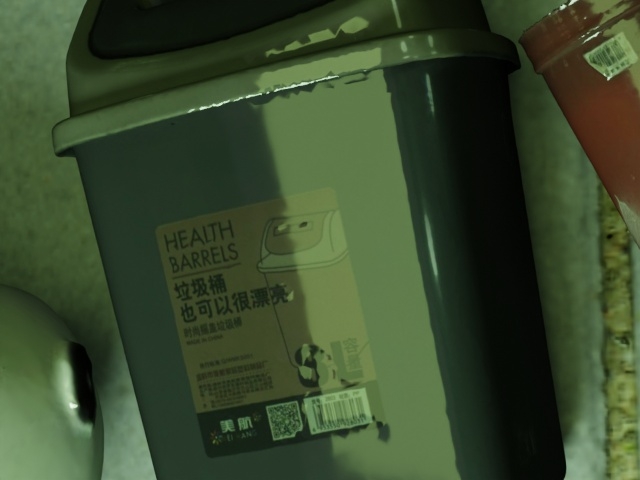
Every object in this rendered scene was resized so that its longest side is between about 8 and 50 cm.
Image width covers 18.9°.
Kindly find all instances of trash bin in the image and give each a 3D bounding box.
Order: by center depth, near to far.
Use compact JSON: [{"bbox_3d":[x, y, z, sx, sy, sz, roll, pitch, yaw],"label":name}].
[{"bbox_3d":[0.000,0.000,0.912,0.209,0.182,0.290,-12,88,19],"label":"trash bin"}]

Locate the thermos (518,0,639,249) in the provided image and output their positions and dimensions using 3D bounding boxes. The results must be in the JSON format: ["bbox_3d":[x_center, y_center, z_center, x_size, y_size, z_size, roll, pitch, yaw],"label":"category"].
[{"bbox_3d":[0.184,-0.014,0.870,0.099,0.124,0.232,-30,84,26],"label":"thermos"}]

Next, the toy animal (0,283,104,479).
[{"bbox_3d":[-0.234,0.096,0.988,0.266,0.212,0.213,33,99,17],"label":"toy animal"}]
